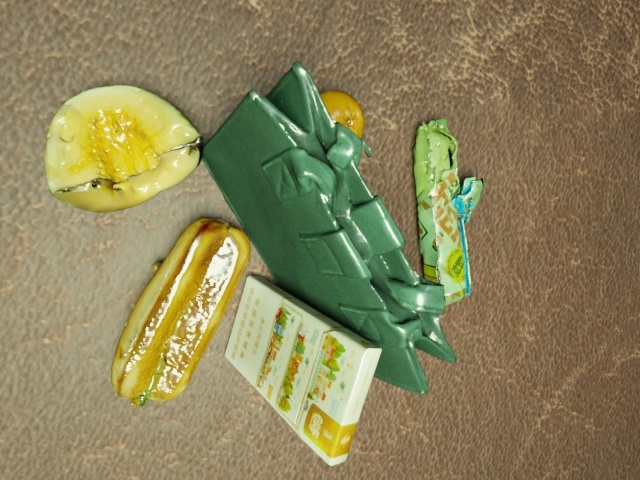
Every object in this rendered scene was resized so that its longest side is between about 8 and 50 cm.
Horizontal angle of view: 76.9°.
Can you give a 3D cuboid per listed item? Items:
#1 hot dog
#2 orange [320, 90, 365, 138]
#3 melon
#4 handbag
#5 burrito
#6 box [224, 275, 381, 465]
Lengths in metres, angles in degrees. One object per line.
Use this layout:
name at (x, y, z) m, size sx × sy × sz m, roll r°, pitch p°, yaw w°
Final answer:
hot dog at (-0.175, 0.087, 0.494) m, size 0.104 × 0.076 × 0.249 m, roll 26°, pitch 91°, yaw -38°
orange at (0.018, -0.156, 0.530) m, size 0.084 × 0.070 × 0.083 m, roll -3°, pitch 98°, yaw -22°
melon at (-0.222, -0.107, 0.460) m, size 0.161 × 0.079 × 0.128 m, roll -25°, pitch 84°, yaw -13°
handbag at (0.000, 0.000, 0.452) m, size 0.089 × 0.239 × 0.326 m, roll -34°, pitch 104°, yaw -22°
burrito at (0.195, -0.036, 0.606) m, size 0.105 × 0.054 × 0.287 m, roll -11°, pitch 98°, yaw -17°
box at (-0.035, 0.131, 0.461) m, size 0.032 × 0.221 × 0.121 m, roll 14°, pitch 95°, yaw -42°
